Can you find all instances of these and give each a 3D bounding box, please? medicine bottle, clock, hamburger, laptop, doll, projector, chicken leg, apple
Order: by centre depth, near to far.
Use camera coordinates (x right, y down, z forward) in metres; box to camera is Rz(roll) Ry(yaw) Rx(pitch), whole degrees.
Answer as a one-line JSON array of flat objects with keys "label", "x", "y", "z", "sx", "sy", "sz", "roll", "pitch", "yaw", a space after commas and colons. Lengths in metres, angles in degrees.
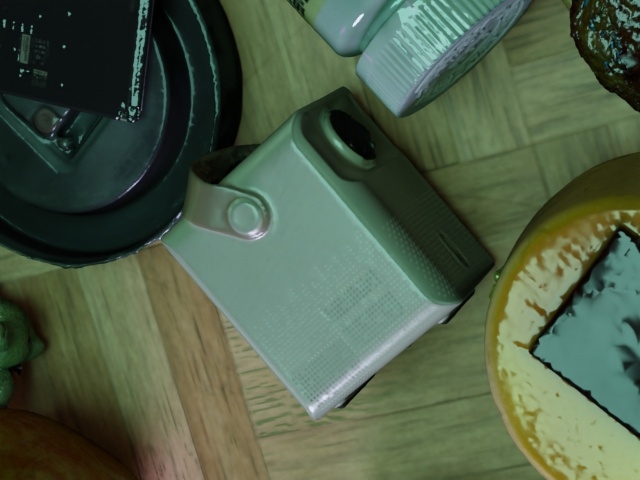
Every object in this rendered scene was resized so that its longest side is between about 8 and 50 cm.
[{"label": "chicken leg", "x": 0.243, "y": -0.200, "z": 1.479, "sx": 0.105, "sy": 0.063, "sz": 0.234, "roll": 18, "pitch": 113, "yaw": 23}, {"label": "hamburger", "x": 0.265, "y": 0.076, "z": 1.501, "sx": 0.300, "sy": 0.176, "sz": 0.300, "roll": 5, "pitch": 102, "yaw": 24}, {"label": "medicine bottle", "x": 0.013, "y": -0.265, "z": 1.550, "sx": 0.318, "sy": 0.158, "sz": 0.158, "roll": 49, "pitch": 115, "yaw": 8}, {"label": "projector", "x": 0.000, "y": 0.000, "z": 1.610, "sx": 0.177, "sy": 0.163, "sz": 0.242, "roll": -43, "pitch": 86, "yaw": 24}, {"label": "laptop", "x": -0.230, "y": -0.182, "z": 1.682, "sx": 0.180, "sy": 0.016, "sz": 0.129, "roll": 13, "pitch": 106, "yaw": 19}, {"label": "clock", "x": -0.223, "y": -0.139, "z": 1.732, "sx": 0.325, "sy": 0.067, "sz": 0.325, "roll": 5, "pitch": 103, "yaw": 23}, {"label": "apple", "x": -0.285, "y": 0.275, "z": 1.746, "sx": 0.264, "sy": 0.264, "sz": 0.264, "roll": 5, "pitch": 103, "yaw": 23}, {"label": "doll", "x": -0.308, "y": 0.120, "z": 1.833, "sx": 0.115, "sy": 0.077, "sz": 0.150, "roll": 53, "pitch": 136, "yaw": 48}]

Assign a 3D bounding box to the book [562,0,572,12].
[{"label": "book", "x": 0.297, "y": -0.386, "z": 1.463, "sx": 0.428, "sy": 0.039, "sz": 0.300, "roll": -36, "pitch": 85, "yaw": 27}]
